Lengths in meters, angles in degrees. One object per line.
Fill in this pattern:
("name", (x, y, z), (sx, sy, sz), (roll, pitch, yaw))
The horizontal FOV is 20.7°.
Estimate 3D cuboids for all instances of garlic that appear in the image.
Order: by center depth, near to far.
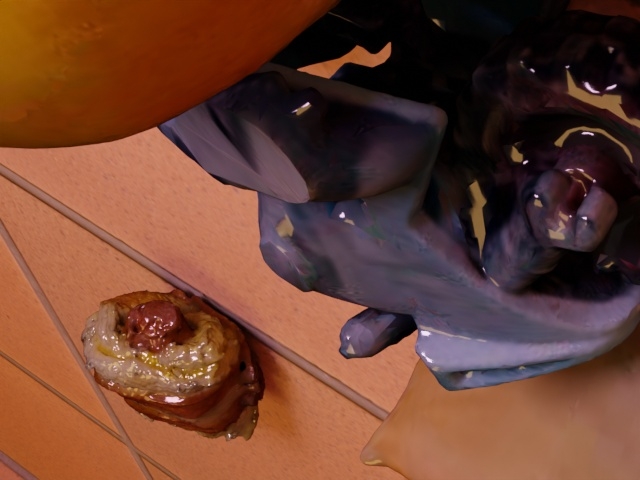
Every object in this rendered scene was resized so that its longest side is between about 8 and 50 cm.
("garlic", (0.157, 0.145, 0.839), (0.151, 0.196, 0.338), (46, -173, -37))

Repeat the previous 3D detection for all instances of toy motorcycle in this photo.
("toy motorcycle", (-0.003, -0.059, 0.793), (0.416, 0.172, 0.232), (24, 150, 20))

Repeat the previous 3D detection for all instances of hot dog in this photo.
("hot dog", (-0.114, 0.101, 1.475), (0.146, 0.103, 0.213), (14, 163, 12))

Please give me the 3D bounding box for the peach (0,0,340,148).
("peach", (-0.103, -0.193, 0.524), (0.308, 0.308, 0.332), (21, 145, 44))
